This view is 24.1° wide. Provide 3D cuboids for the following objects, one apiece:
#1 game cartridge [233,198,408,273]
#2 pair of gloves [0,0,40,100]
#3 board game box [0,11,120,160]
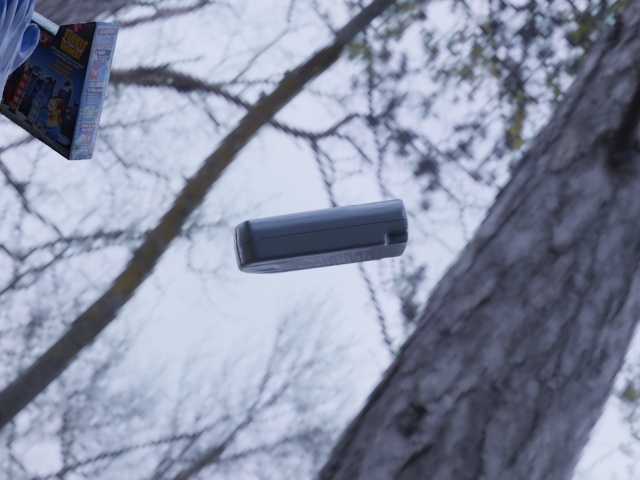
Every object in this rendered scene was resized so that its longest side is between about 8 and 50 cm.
[{"bbox_3d":[0.000,0.000,1.712,0.294,0.196,0.060,71,7,-86],"label":"game cartridge"},{"bbox_3d":[-0.352,-0.209,1.555,0.023,0.198,0.159,16,-87,21],"label":"pair of gloves"},{"bbox_3d":[-0.370,-0.244,2.104,0.194,0.060,0.194,34,-71,20],"label":"board game box"}]
